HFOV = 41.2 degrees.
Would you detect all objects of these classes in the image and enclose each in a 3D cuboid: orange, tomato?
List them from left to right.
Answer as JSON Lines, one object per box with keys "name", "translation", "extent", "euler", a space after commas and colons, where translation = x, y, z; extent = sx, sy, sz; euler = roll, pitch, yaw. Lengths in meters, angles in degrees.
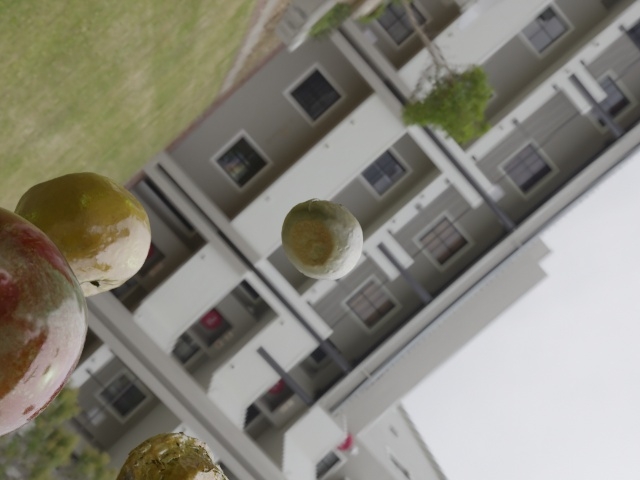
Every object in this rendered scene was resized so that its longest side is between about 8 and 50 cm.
{"name": "tomato", "translation": [-0.404, 0.091, 0.978], "extent": [0.270, 0.270, 0.222], "euler": [-43, -176, -7]}
{"name": "orange", "translation": [-0.479, -0.013, 1.690], "extent": [0.279, 0.235, 0.279], "euler": [-16, 163, -5]}

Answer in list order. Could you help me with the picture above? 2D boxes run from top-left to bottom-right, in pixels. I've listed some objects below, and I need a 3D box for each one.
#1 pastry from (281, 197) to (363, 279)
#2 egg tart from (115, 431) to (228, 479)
{"name": "pastry", "translation": [0.000, 0.000, 1.561], "extent": [0.156, 0.156, 0.092], "euler": [-37, 172, 32]}
{"name": "egg tart", "translation": [-0.255, 0.524, 1.607], "extent": [0.129, 0.341, 0.341], "euler": [-11, -156, 28]}
